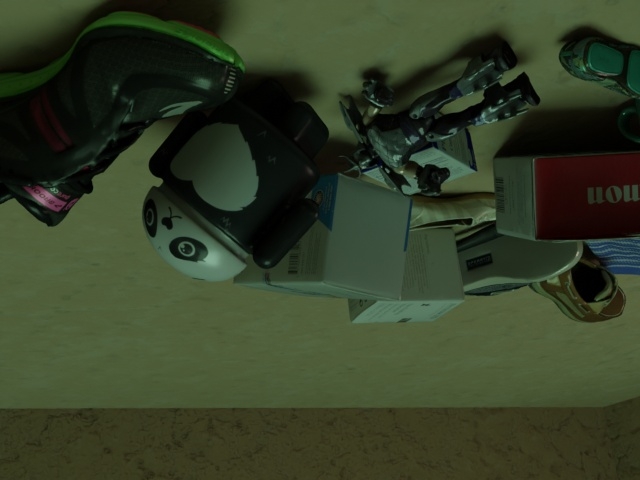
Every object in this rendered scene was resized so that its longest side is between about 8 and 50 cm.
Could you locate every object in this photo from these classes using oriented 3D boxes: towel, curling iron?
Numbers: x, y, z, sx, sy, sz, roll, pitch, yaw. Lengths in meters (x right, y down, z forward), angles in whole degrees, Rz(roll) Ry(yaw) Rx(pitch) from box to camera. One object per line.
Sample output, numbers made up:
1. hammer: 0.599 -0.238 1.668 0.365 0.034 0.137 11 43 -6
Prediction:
1. towel: 0.663 0.028 2.020 0.243 0.040 0.336 7 168 28
2. curling iron: 0.339 -0.030 1.887 0.068 0.035 0.274 15 151 -36

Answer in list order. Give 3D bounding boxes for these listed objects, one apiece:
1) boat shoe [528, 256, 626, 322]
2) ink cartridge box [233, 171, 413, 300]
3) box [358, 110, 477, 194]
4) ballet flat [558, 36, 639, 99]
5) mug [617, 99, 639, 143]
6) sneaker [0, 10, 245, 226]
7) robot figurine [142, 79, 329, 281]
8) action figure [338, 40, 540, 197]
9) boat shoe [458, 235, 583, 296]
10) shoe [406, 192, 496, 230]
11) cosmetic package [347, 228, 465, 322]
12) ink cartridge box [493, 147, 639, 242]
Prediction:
1. boat shoe: 0.567 0.105 2.120 0.324 0.122 0.120 22 169 -41
2. ink cartridge box: 0.000 0.000 1.590 0.168 0.171 0.233 14 170 -39
3. box: 0.145 -0.133 1.495 0.126 0.072 0.137 -19 157 32
4. ballet flat: 0.388 -0.231 1.333 0.188 0.070 0.070 14 152 -39
5. mug: 0.517 -0.182 1.430 0.129 0.097 0.158 -3 159 -8
6. sneaker: -0.290 -0.124 1.203 0.483 0.202 0.185 -17 158 27
7. robot figurine: -0.114 -0.077 1.327 0.173 0.278 0.209 41 178 -26
8. action figure: 0.143 -0.161 1.339 0.285 0.099 0.185 -28 118 25
9. boat shoe: 0.390 0.039 1.996 0.340 0.127 0.158 -12 167 39
10. shoe: 0.239 -0.045 1.780 0.219 0.058 0.076 -1 159 -15
11. cosmetic package: 0.159 0.069 1.933 0.184 0.151 0.151 1 160 -19
12. ink cartridge box: 0.452 -0.074 1.521 0.309 0.130 0.272 -4 -175 -6
